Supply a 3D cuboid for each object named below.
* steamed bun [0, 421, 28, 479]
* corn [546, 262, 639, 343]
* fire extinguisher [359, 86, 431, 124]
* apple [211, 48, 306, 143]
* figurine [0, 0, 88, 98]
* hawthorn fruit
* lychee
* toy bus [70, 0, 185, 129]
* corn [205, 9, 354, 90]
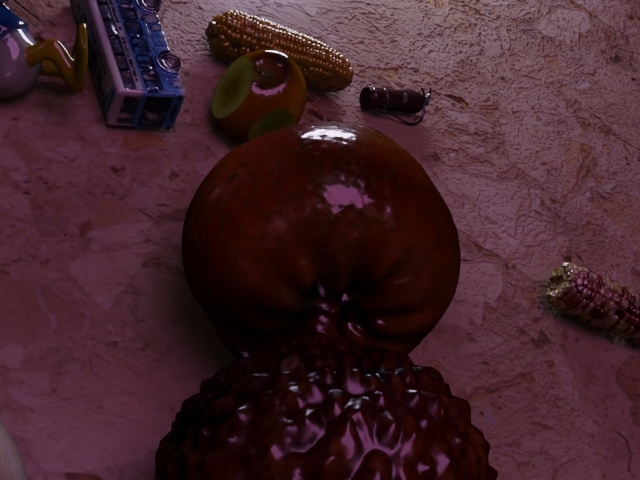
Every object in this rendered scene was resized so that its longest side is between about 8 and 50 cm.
[{"bbox_3d":[-0.460,0.287,1.022,0.283,0.177,0.283,14,53,-19],"label":"steamed bun"},{"bbox_3d":[0.554,0.127,1.740,0.289,0.098,0.098,23,51,-18],"label":"corn"},{"bbox_3d":[0.155,-0.268,1.829,0.157,0.045,0.078,0,87,-29],"label":"fire extinguisher"},{"bbox_3d":[-0.104,-0.253,1.605,0.163,0.147,0.146,-6,61,-29],"label":"apple"},{"bbox_3d":[-0.534,-0.358,1.423,0.338,0.204,0.284,-3,85,-16],"label":"figurine"},{"bbox_3d":[0.000,0.000,1.362,0.402,0.403,0.403,14,53,-20],"label":"hawthorn fruit"},{"bbox_3d":[0.005,0.293,1.098,0.424,0.424,0.500,4,84,-26],"label":"lychee"},{"bbox_3d":[-0.326,-0.330,1.568,0.131,0.106,0.297,-6,60,-29],"label":"toy bus"},{"bbox_3d":[-0.071,-0.347,1.727,0.291,0.101,0.101,18,52,-22],"label":"corn"}]
